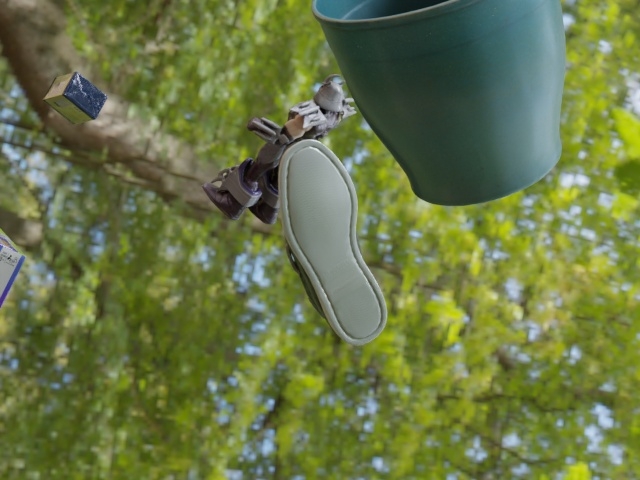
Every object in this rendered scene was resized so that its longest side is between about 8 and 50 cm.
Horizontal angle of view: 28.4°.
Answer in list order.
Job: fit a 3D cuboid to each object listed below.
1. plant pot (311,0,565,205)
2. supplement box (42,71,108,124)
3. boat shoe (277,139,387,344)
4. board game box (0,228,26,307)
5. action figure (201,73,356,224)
[{"bbox_3d":[0.157,-0.188,1.422,0.271,0.271,0.255,24,-41,55],"label":"plant pot"},{"bbox_3d":[-0.470,-0.272,2.429,0.083,0.083,0.056,-4,-126,48],"label":"supplement box"},{"bbox_3d":[0.000,0.000,1.700,0.091,0.114,0.303,34,-38,61],"label":"boat shoe"},{"bbox_3d":[-0.525,-0.027,1.608,0.078,0.233,0.347,-63,-154,-1],"label":"board game box"},{"bbox_3d":[-0.053,-0.146,1.907,0.285,0.185,0.099,-50,-115,31],"label":"action figure"}]
